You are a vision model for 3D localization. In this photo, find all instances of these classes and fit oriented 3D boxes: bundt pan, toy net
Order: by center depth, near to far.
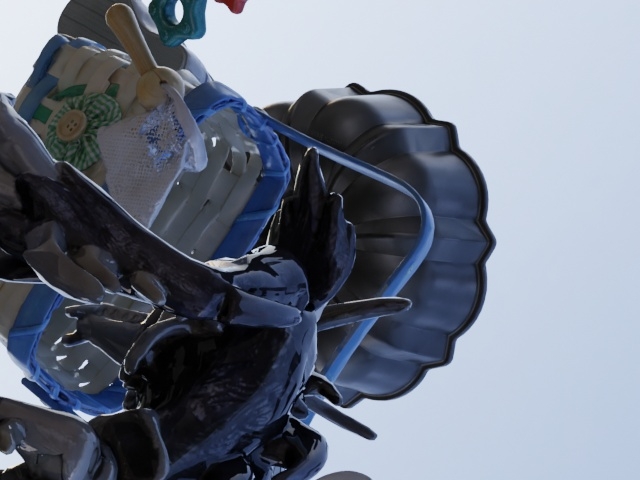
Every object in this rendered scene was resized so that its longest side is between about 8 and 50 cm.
[{"bbox_3d":[-0.073,-0.118,1.041,0.122,0.045,0.232,16,-74,37],"label":"toy net"},{"bbox_3d":[0.000,0.000,1.762,0.331,0.124,0.330,-3,-96,33],"label":"bundt pan"}]

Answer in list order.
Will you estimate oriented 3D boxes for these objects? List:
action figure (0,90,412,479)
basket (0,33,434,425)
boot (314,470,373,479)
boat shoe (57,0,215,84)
[{"bbox_3d":[-0.085,0.045,0.486,0.141,0.276,0.164,30,-67,23],"label":"action figure"},{"bbox_3d":[-0.102,0.020,1.167,0.289,0.201,0.254,31,-96,18],"label":"basket"},{"bbox_3d":[-0.012,0.283,1.536,0.069,0.086,0.190,21,-139,22],"label":"boot"},{"bbox_3d":[-0.152,-0.146,1.510,0.083,0.076,0.226,-45,-141,0],"label":"boat shoe"}]
